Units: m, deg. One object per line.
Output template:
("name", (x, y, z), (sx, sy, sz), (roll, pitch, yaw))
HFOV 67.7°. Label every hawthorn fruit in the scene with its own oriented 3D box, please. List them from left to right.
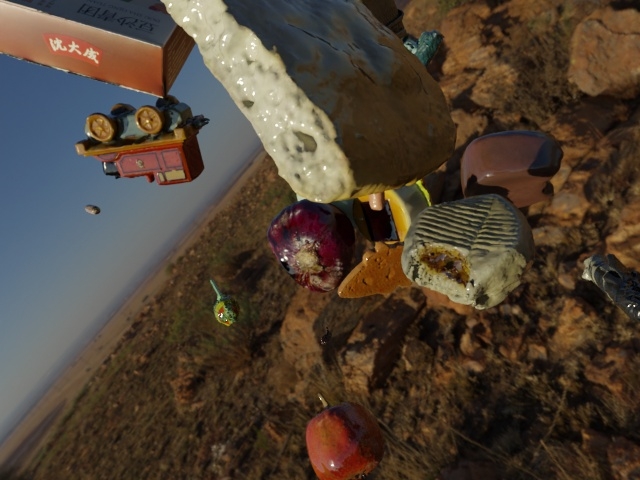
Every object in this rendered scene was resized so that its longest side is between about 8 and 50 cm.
("hawthorn fruit", (0.073, 0.703, 1.735), (0.287, 0.330, 0.287), (-24, -28, -14))

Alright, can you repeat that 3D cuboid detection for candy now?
("candy", (-0.339, 0.197, 1.625), (0.083, 0.091, 0.305), (-18, 22, -18))

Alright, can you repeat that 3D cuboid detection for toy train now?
("toy train", (-0.470, -0.268, 1.322), (0.369, 0.231, 0.163), (-6, 25, 11))

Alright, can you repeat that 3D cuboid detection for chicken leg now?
("chicken leg", (0.026, 0.377, 1.883), (0.083, 0.036, 0.021), (-63, -20, -45))

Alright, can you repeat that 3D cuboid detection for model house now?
("model house", (0.221, -0.623, 1.583), (0.253, 0.291, 0.184), (-56, -4, 1))

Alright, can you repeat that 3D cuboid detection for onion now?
("onion", (0.000, 0.000, 1.681), (0.260, 0.336, 0.282), (-39, 2, 18))

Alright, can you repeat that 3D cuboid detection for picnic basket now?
("picnic basket", (0.061, -0.509, 1.161), (0.267, 0.139, 0.165), (-2, 35, 43))

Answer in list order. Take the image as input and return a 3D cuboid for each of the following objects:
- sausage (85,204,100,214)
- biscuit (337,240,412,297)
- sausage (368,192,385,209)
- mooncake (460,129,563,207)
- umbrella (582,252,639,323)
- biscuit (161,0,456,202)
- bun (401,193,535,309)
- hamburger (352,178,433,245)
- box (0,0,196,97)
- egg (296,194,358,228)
("sausage", (-0.383, -0.052, 0.801), (0.015, 0.015, 0.100), (-52, 29, -16))
("biscuit", (0.173, 0.080, 1.304), (0.280, 0.183, 0.043), (-28, 33, 4))
("sausage", (0.116, -0.104, 0.988), (0.034, 0.083, 0.034), (-5, 10, 1))
("mooncake", (0.592, -0.221, 1.482), (0.334, 0.326, 0.174), (-20, 62, 48))
("umbrella", (0.782, 0.124, 1.208), (0.357, 0.113, 0.106), (-64, 0, -70))
("biscuit", (0.026, -0.251, 0.685), (0.446, 0.429, 0.104), (-13, -27, -43))
("bun", (0.326, 0.031, 1.043), (0.281, 0.205, 0.281), (-14, 43, 14))
("hamburger", (0.254, -0.107, 1.642), (0.294, 0.276, 0.179), (-5, 21, 47))
("box", (-0.443, -0.508, 1.021), (0.122, 0.345, 0.385), (112, 170, -50))
("egg", (0.084, -0.164, 1.911), (0.230, 0.371, 0.230), (17, -90, -81))
